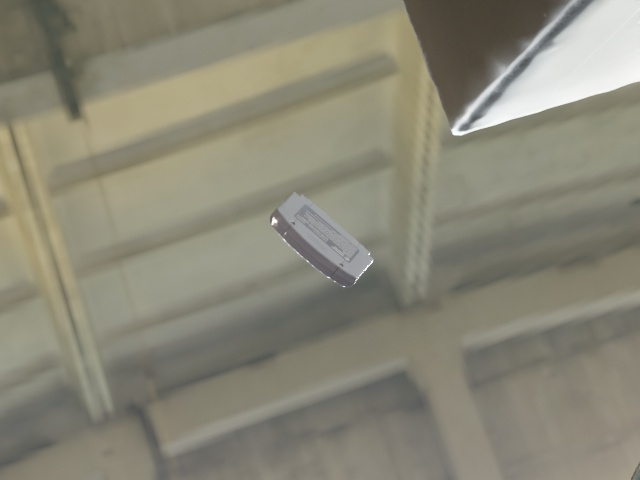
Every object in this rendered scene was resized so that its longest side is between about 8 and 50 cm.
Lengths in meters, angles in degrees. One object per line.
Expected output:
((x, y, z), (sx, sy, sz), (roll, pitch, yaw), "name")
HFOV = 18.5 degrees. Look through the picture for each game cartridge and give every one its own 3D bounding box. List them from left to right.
((0.000, 0.000, 1.521), (0.017, 0.083, 0.056), (-50, -2, 25), "game cartridge")

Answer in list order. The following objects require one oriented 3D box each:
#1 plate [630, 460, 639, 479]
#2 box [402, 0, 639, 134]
((0.258, 0.162, 1.153), (0.188, 0.188, 0.024), (-15, 17, -11), "plate")
((0.190, -0.195, 0.561), (0.312, 0.179, 0.343), (-18, -9, -15), "box")
